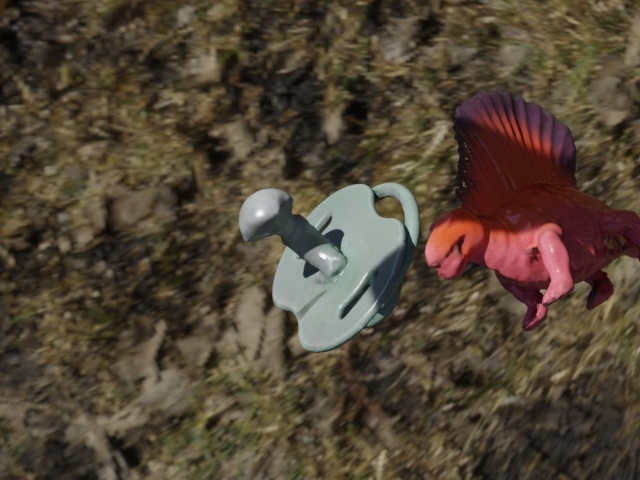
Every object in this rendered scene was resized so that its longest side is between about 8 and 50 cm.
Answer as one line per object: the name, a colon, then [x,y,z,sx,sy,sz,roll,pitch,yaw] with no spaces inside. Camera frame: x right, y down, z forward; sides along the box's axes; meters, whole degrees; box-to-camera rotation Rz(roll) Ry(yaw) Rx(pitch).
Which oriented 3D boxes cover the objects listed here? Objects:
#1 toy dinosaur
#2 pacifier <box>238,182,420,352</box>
toy dinosaur: [0.150,-0.031,0.931,0.070,0.286,0.139,-39,72,42]
pacifier: [0.000,0.000,1.019,0.116,0.150,0.127,37,104,-27]
